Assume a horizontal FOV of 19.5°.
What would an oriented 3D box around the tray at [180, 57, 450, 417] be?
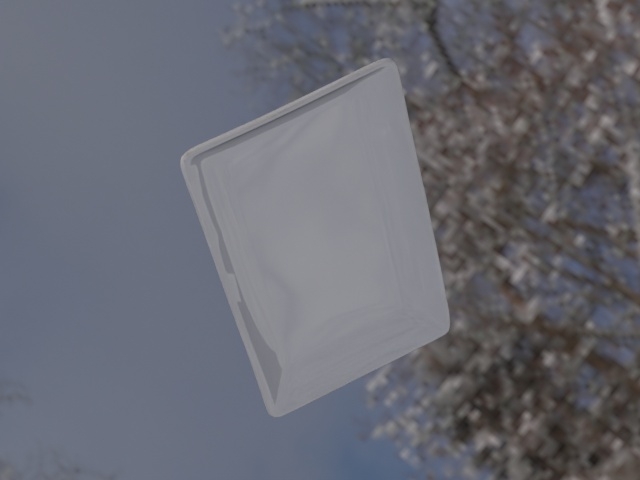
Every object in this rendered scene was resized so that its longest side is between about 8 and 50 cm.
[{"bbox_3d":[0.000,0.000,1.206,0.145,0.030,0.270,-27,-41,-10],"label":"tray"}]
